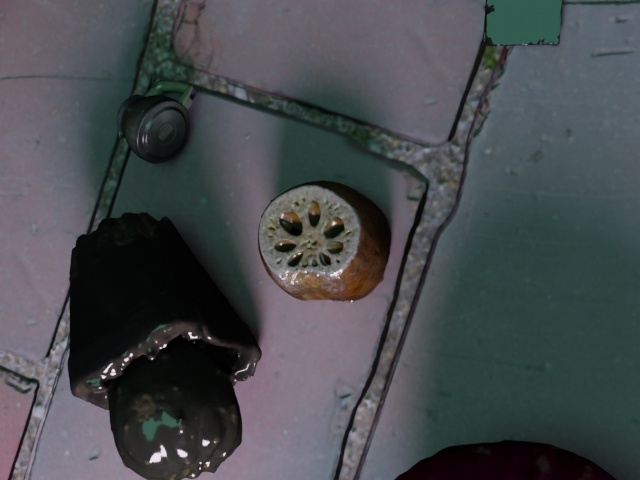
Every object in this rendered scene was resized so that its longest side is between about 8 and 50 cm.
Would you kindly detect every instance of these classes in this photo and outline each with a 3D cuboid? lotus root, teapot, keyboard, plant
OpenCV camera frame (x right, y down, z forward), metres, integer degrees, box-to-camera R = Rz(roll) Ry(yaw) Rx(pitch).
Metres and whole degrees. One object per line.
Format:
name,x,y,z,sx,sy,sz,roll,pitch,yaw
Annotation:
lotus root,0.000,-0.003,1.435,0.122,0.081,0.112,-1,79,21
teapot,-0.161,-0.122,1.516,0.057,0.066,0.088,29,75,38
keyboard,0.188,-0.273,1.408,0.074,0.015,0.196,2,88,18
plant,-0.148,0.099,1.442,0.142,0.164,0.256,-28,66,18

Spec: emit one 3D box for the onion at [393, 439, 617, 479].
onion,0.164,0.278,1.271,0.256,0.272,0.230,-3,78,-15
